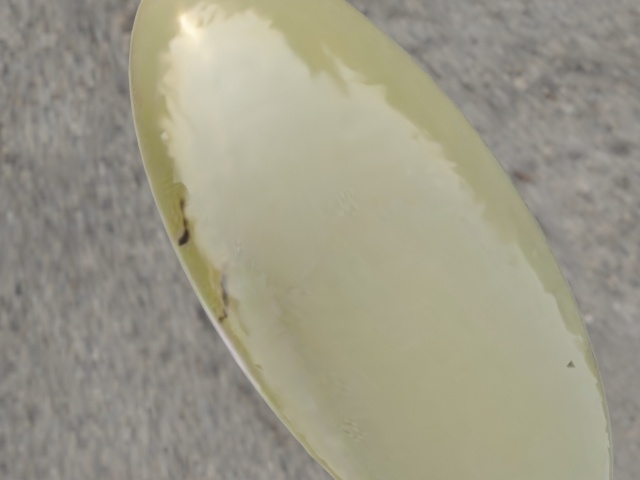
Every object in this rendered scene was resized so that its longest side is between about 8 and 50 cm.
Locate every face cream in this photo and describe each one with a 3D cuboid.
[{"bbox_3d":[0.000,0.000,0.601,0.081,0.348,0.173,-33,93,-3],"label":"face cream"}]
